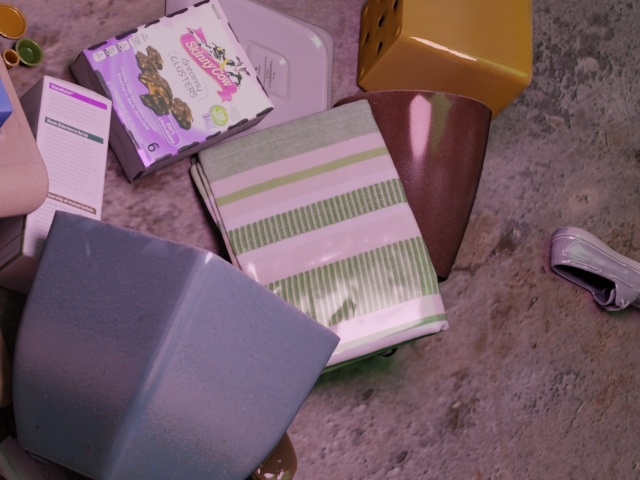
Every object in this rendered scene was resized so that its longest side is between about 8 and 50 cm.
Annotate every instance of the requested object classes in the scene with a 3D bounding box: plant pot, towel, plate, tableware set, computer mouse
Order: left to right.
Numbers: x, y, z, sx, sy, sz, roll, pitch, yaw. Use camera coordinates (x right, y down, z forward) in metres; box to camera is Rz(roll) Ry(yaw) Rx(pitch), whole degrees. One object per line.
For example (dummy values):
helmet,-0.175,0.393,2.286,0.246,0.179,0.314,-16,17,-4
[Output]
tableware set,-0.395,-0.271,1.948,0.104,0.024,0.154,-23,85,-45
computer mouse,-0.309,0.239,1.752,0.106,0.042,0.193,-23,85,-46
plant pot,-0.177,0.148,1.725,0.248,0.247,0.252,36,73,-47
plate,-0.084,-0.216,2.174,0.278,0.045,0.277,20,58,-31
towel,0.000,0.000,2.040,0.248,0.038,0.324,-18,71,-11
plant pot,0.118,-0.062,2.179,0.215,0.215,0.230,11,77,-37
plant pot,0.167,-0.285,2.326,0.187,0.212,0.212,16,59,-19

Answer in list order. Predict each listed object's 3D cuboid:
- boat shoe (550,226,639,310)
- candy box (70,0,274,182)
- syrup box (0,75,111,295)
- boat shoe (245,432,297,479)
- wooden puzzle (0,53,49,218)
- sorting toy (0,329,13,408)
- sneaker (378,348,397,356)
boat shoe,0.435,0.064,2.464,0.227,0.079,0.081,30,61,-20
candy box,-0.182,-0.189,2.019,0.196,0.070,0.165,-27,88,-27
syrup box,-0.308,-0.059,1.867,0.096,0.093,0.237,21,57,-31
boat shoe,-0.091,0.209,1.936,0.080,0.073,0.223,-4,51,-26
wooden puzzle,-0.462,-0.182,1.701,0.322,0.080,0.347,-9,72,-40
sorting toy,-0.470,0.070,1.679,0.307,0.041,0.229,1,59,-40
sneaker,0.053,0.118,2.099,0.237,0.085,0.086,-18,90,-41
